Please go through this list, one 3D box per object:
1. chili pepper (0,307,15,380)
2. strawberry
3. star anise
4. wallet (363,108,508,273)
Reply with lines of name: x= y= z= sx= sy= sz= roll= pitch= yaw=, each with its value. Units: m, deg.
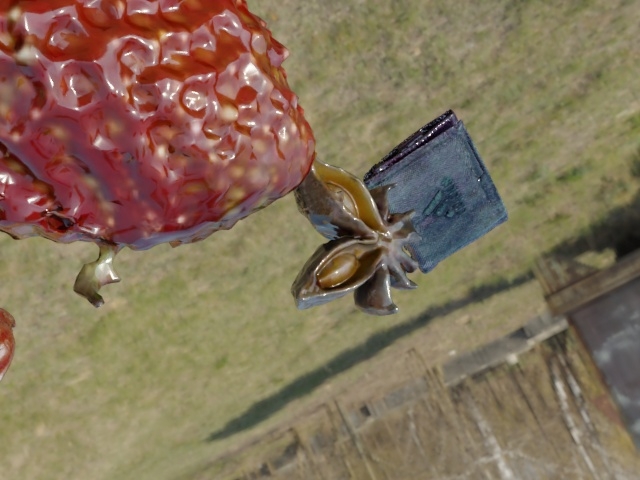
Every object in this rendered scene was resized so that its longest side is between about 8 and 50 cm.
chili pepper: x=-0.467 y=0.155 z=1.186 sx=0.136 sy=0.144 sz=0.253 roll=-65 pitch=168 yaw=17
strawberry: x=-0.185 y=-0.105 z=0.571 sx=0.292 sy=0.343 sz=0.292 roll=-49 pitch=172 yaw=-9
star anise: x=0.000 y=0.000 z=0.794 sx=0.218 sy=0.148 sz=0.227 roll=-35 pitch=-176 yaw=-33
wallet: x=0.116 y=-0.044 z=0.909 sx=0.111 sy=0.030 sz=0.166 roll=-32 pitch=135 yaw=4
